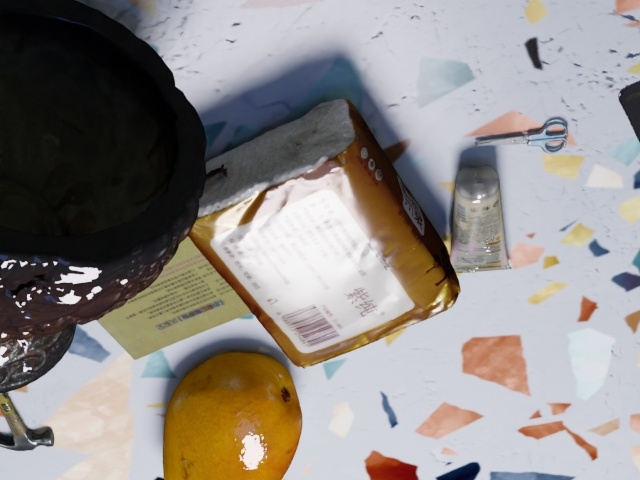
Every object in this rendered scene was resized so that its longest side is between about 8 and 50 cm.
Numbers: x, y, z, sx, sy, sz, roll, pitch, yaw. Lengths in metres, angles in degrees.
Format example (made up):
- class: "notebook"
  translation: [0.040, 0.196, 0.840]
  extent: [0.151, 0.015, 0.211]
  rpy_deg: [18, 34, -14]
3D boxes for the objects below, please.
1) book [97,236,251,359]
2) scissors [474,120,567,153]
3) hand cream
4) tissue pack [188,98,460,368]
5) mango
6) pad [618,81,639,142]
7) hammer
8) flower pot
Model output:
- class: "book"
  translation: [-0.160, 0.030, 1.227]
  extent: [0.168, 0.013, 0.192]
  rpy_deg: [-22, 131, 16]
- class: "scissors"
  translation: [0.179, -0.089, 1.147]
  extent: [0.083, 0.006, 0.036]
  rpy_deg: [-5, 135, 0]
- class: "hand cream"
  translation: [0.148, -0.016, 1.199]
  extent: [0.061, 0.039, 0.143]
  rpy_deg: [-5, 141, 2]
- class: "tissue pack"
  translation: [0.000, 0.000, 1.156]
  extent: [0.183, 0.092, 0.226]
  rpy_deg: [-25, 128, 14]
- class: "mango"
  translation: [-0.101, 0.214, 1.344]
  extent: [0.141, 0.102, 0.217]
  rpy_deg: [23, 125, -15]
- class: "pad"
  translation: [0.351, -0.123, 1.131]
  extent: [0.157, 0.003, 0.112]
  rpy_deg: [-24, 130, 17]
- class: "hammer"
  translation: [-0.334, 0.158, 1.333]
  extent: [0.062, 0.017, 0.182]
  rpy_deg: [-11, 131, 6]
- class: "flower pot"
  translation: [-0.251, -0.019, 1.024]
  extent: [0.267, 0.266, 0.267]
  rpy_deg: [15, 142, -18]
